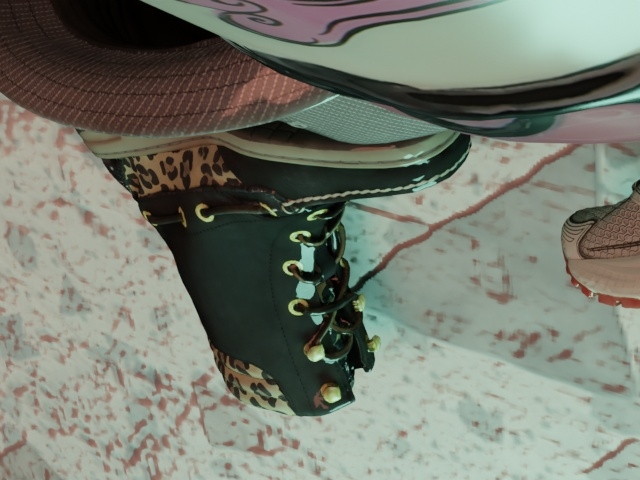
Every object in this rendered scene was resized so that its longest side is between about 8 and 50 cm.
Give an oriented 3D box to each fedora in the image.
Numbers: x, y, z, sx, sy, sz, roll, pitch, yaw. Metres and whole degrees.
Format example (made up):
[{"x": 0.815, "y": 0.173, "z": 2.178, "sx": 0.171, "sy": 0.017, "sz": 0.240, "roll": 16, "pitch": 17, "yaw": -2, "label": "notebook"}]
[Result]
[{"x": 0.007, "y": -0.121, "z": 0.690, "sx": 0.275, "sy": 0.244, "sz": 0.124, "roll": -10, "pitch": 146, "yaw": 35, "label": "fedora"}]

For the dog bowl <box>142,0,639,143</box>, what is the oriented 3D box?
[{"x": 0.071, "y": -0.202, "z": 0.420, "sx": 0.408, "sy": 0.408, "sz": 0.150, "roll": -2, "pitch": 152, "yaw": 41, "label": "dog bowl"}]

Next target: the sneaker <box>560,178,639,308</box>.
[{"x": 0.174, "y": -0.038, "z": 0.704, "sx": 0.225, "sy": 0.088, "sz": 0.093, "roll": -30, "pitch": 81, "yaw": 49, "label": "sneaker"}]

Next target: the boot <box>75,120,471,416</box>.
[{"x": 0.000, "y": -0.001, "z": 0.869, "sx": 0.236, "sy": 0.085, "sz": 0.179, "roll": 5, "pitch": 129, "yaw": 46, "label": "boot"}]
